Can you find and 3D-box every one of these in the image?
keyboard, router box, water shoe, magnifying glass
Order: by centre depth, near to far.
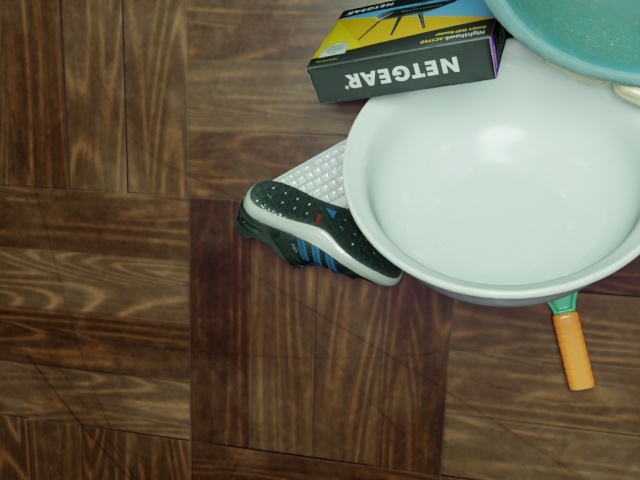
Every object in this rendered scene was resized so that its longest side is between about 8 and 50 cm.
[{"bbox_3d":[0.091,-0.198,0.651,0.179,0.133,0.046,-3,131,26],"label":"router box"},{"bbox_3d":[0.268,0.057,0.736,0.092,0.026,0.230,-14,98,14],"label":"magnifying glass"},{"bbox_3d":[0.052,-0.089,0.761,0.256,0.014,0.072,-27,94,16],"label":"keyboard"},{"bbox_3d":[0.000,0.000,0.768,0.203,0.072,0.080,29,139,-6],"label":"water shoe"}]

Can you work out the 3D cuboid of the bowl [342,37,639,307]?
[{"bbox_3d":[0.178,-0.048,0.644,0.298,0.134,0.297,-6,57,10],"label":"bowl"}]

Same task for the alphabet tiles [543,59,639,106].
[{"bbox_3d":[0.336,-0.253,0.598,0.278,0.021,0.284,33,85,22],"label":"alphabet tiles"}]

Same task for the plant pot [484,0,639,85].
[{"bbox_3d":[0.295,-0.346,0.466,0.342,0.341,0.333,6,68,11],"label":"plant pot"}]
